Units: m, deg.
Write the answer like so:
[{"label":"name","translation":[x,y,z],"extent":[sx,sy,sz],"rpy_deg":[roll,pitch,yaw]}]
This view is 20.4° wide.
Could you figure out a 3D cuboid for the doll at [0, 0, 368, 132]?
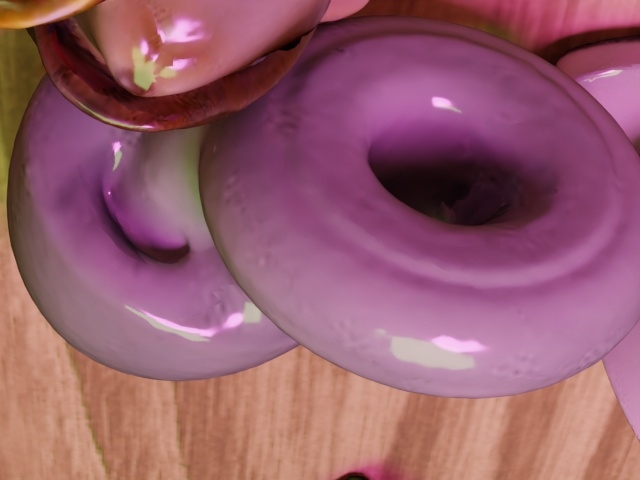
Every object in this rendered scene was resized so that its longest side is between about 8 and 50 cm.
[{"label":"doll","translation":[0.012,-0.171,0.665],"extent":[0.339,0.209,0.318],"rpy_deg":[-31,130,33]}]

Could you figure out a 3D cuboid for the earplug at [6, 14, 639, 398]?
[{"label":"earplug","translation":[-0.003,-0.010,0.843],"extent":[0.325,0.214,0.175],"rpy_deg":[4,129,28]}]

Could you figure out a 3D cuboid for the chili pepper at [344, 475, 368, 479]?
[{"label":"chili pepper","translation":[0.069,0.257,1.304],"extent":[0.099,0.083,0.253],"rpy_deg":[-8,138,22]}]

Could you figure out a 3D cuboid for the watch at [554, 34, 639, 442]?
[{"label":"watch","translation":[0.204,0.031,0.910],"extent":[0.196,0.231,0.244],"rpy_deg":[-28,133,36]}]
